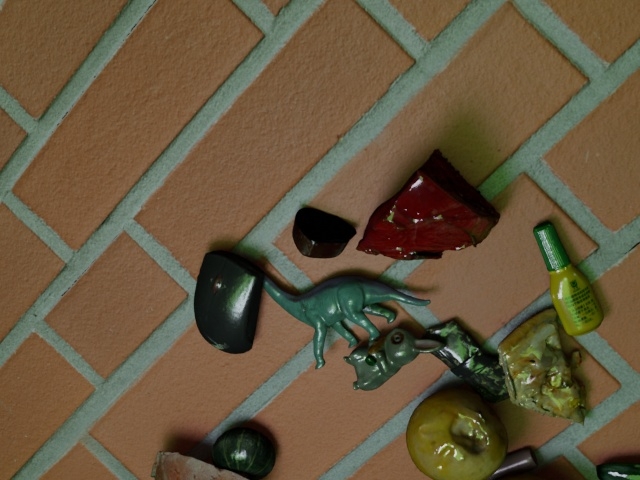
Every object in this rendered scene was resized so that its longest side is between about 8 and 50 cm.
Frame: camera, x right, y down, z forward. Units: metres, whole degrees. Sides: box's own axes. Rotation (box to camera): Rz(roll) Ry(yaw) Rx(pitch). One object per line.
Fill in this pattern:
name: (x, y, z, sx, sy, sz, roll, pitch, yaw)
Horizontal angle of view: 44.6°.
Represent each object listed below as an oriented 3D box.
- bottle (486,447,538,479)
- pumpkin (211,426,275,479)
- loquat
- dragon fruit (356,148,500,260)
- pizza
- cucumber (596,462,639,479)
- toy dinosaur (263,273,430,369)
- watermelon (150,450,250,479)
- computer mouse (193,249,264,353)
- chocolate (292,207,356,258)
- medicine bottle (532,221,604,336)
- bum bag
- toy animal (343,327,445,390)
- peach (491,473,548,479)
bottle: (0.456, 0.551, 1.900, 0.140, 0.053, 0.053, -28, 98, 20)
pumpkin: (-0.200, 0.554, 2.022, 0.167, 0.167, 0.125, -9, 61, 16)
loquat: (0.314, 0.460, 1.818, 0.243, 0.244, 0.244, 4, 108, 13)
dragon fruit: (0.218, -0.058, 1.733, 0.302, 0.240, 0.330, 31, 138, -26)
pizza: (0.516, 0.313, 1.778, 0.189, 0.071, 0.297, -26, 106, -7)
cucumber: (0.762, 0.560, 1.797, 0.243, 0.063, 0.115, 3, 148, 19)
toy dinosaur: (0.016, 0.103, 1.856, 0.383, 0.129, 0.331, -34, 88, 20)
watermelon: (-0.337, 0.697, 1.996, 0.319, 0.222, 0.292, 21, 140, 6)
computer mouse: (-0.236, 0.161, 1.901, 0.170, 0.100, 0.269, 21, 116, 24)
chocolate: (0.000, 0.000, 1.814, 0.148, 0.125, 0.080, 19, 127, 3)
medicine bottle: (0.540, 0.082, 1.725, 0.095, 0.064, 0.261, -26, 96, -5)
bum bag: (0.351, 0.283, 1.834, 0.248, 0.069, 0.102, 38, 127, 2)
toy animal: (0.172, 0.266, 1.852, 0.236, 0.138, 0.108, -32, 72, 11)
peach: (0.485, 0.724, 1.784, 0.370, 0.370, 0.370, 4, 108, 13)
